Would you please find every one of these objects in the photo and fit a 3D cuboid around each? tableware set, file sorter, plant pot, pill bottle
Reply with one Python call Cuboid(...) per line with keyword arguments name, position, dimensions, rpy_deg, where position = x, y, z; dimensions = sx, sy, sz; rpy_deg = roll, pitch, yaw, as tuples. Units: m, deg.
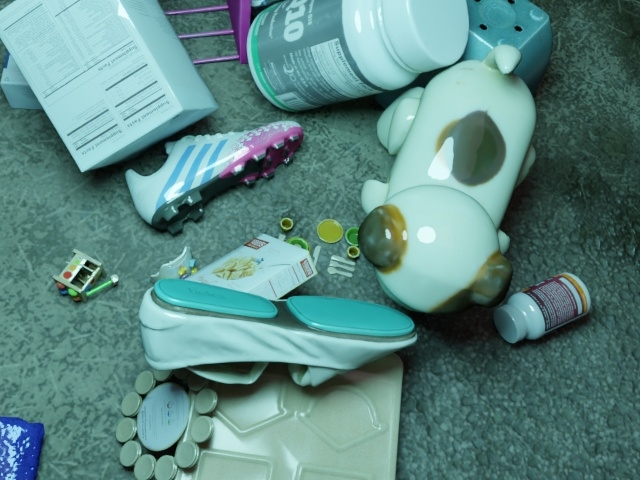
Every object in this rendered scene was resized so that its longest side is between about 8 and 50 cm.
Cuboid(name="tableware set", position=(0.000, 0.000, 1.158), dimensions=(0.154, 0.024, 0.104), rpy_deg=(17, 63, 0))
Cuboid(name="file sorter", position=(-0.249, -0.515, 1.266), dimensions=(0.182, 0.202, 0.290), rpy_deg=(-9, 66, -11))
Cuboid(name="plant pot", position=(0.289, -0.343, 1.239), dimensions=(0.248, 0.252, 0.247), rpy_deg=(40, 66, 11))
Cuboid(name="pill bottle", position=(0.058, -0.351, 1.130), dimensions=(0.204, 0.361, 0.204), rpy_deg=(3, 86, -46))
Cuboid(name="pill bottle", position=(0.380, 0.119, 1.125), dimensions=(0.152, 0.086, 0.086), rpy_deg=(-20, 69, -18))

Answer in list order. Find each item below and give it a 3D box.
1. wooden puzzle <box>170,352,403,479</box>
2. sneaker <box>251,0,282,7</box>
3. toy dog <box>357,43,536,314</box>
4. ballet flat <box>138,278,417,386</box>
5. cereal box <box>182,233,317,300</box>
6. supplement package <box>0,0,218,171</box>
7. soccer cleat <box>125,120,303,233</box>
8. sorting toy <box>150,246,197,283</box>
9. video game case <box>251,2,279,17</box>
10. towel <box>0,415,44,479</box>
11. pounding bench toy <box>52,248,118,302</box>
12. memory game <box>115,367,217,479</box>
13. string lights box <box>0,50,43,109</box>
Cuboid(name="wooden puzzle", position=(-0.050, 0.321, 0.972), dimensions=(0.322, 0.080, 0.347), rpy_deg=(10, 68, -4))
Cuboid(name="sneaker", position=(-0.119, -0.506, 1.261), dimensions=(0.080, 0.081, 0.211), rpy_deg=(-19, 37, -15))
Cuboid(name="toy dog", position=(0.214, -0.062, 1.031), dimensions=(0.285, 0.395, 0.408), rpy_deg=(28, 57, -8))
Cuboid(name="ballet flat", position=(-0.058, 0.142, 0.922), dimensions=(0.400, 0.139, 0.139), rpy_deg=(9, 63, -23))
Cuboid(name="cereal box", position=(-0.145, 0.076, 1.027), dimensions=(0.240, 0.173, 0.047), rpy_deg=(-33, 115, -21))
Cuboid(name="supplement package", position=(-0.336, -0.281, 1.058), dimensions=(0.198, 0.199, 0.262), rpy_deg=(-28, 98, 12))
Cuboid(name="soccer cleat", position=(-0.186, -0.149, 1.148), dimensions=(0.331, 0.116, 0.143), rpy_deg=(-34, 74, -21))
Cuboid(name="sorting toy", position=(-0.237, 0.041, 1.072), dimensions=(0.045, 0.075, 0.083), rpy_deg=(43, 67, 12))
Cuboid(name="video game case", position=(0.045, -0.513, 1.402), dimensions=(0.329, 0.036, 0.300), rpy_deg=(35, 65, 8))
Cuboid(name="towel", position=(-0.516, 0.389, 0.871), dimensions=(0.228, 0.076, 0.308), rpy_deg=(9, 63, -12))
Cuboid(name="pounding bench toy", position=(-0.376, 0.068, 1.051), dimensions=(0.083, 0.052, 0.065), rpy_deg=(27, 64, 4))
Cuboid(name="memory game", position=(-0.226, 0.258, 0.951), dimensions=(0.186, 0.012, 0.186), rpy_deg=(-14, 59, 25))
Cuboid(name="string lights box", position=(-0.502, -0.373, 1.228), dimensions=(0.133, 0.076, 0.259), rpy_deg=(2, 64, -8))
